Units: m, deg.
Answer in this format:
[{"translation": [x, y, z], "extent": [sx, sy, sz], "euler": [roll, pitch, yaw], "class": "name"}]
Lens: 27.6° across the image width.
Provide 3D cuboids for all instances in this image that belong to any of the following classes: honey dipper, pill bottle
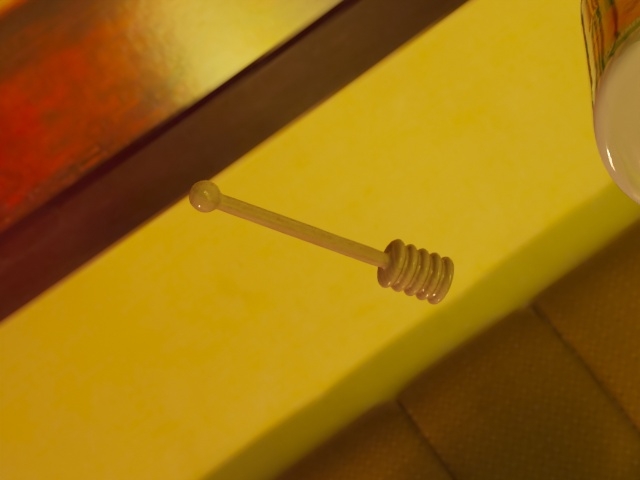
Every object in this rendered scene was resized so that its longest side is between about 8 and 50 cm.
[{"translation": [0.000, 0.000, 0.745], "extent": [0.030, 0.161, 0.030], "euler": [-162, 90, -72], "class": "honey dipper"}, {"translation": [0.230, -0.126, 0.801], "extent": [0.136, 0.136, 0.245], "euler": [-36, 21, 26], "class": "pill bottle"}]
